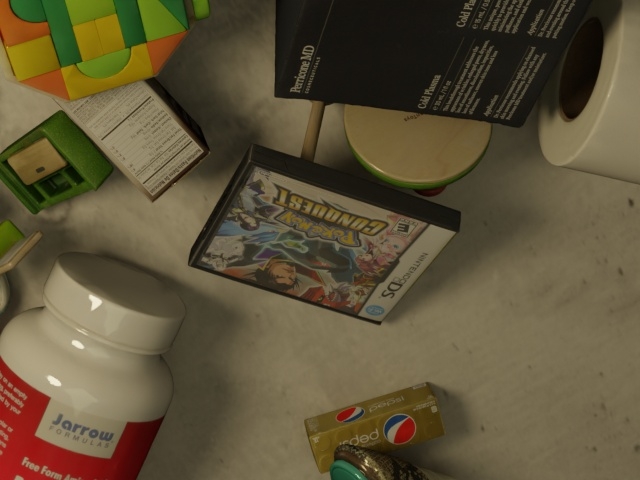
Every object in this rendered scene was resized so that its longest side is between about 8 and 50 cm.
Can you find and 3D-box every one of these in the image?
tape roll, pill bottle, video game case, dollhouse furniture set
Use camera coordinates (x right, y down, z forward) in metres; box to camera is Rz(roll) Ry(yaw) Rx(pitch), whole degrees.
[{"bbox_3d":[0.391,-0.193,1.748,0.169,0.246,0.246,11,106,-11],"label":"tape roll"},{"bbox_3d":[-0.324,0.231,1.784,0.229,0.229,0.407,21,103,-15],"label":"pill bottle"},{"bbox_3d":[0.000,0.000,1.785,0.275,0.035,0.248,18,144,-14],"label":"video game case"},{"bbox_3d":[-0.429,-0.115,1.654,0.301,0.151,0.197,50,54,-17],"label":"dollhouse furniture set"}]

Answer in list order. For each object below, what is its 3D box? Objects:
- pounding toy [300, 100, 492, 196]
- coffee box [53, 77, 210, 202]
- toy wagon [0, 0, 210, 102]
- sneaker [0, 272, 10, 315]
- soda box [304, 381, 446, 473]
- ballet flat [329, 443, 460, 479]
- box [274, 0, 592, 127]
[{"bbox_3d":[0.091,-0.126,1.787,0.237,0.183,0.110,4,152,0],"label":"pounding toy"},{"bbox_3d":[-0.253,-0.178,1.711,0.098,0.141,0.246,-41,110,4],"label":"coffee box"},{"bbox_3d":[-0.262,-0.296,1.492,0.267,0.068,0.344,-18,139,-9],"label":"toy wagon"},{"bbox_3d":[-0.468,0.012,1.764,0.087,0.092,0.228,-34,111,1],"label":"sneaker"},{"bbox_3d":[0.073,0.255,1.942,0.181,0.058,0.061,-17,110,-3],"label":"soda box"},{"bbox_3d":[0.139,0.432,1.965,0.182,0.164,0.482,-32,123,-27],"label":"ballet flat"},{"bbox_3d":[0.128,-0.310,1.614,0.313,0.179,0.343,6,148,-11],"label":"box"}]
